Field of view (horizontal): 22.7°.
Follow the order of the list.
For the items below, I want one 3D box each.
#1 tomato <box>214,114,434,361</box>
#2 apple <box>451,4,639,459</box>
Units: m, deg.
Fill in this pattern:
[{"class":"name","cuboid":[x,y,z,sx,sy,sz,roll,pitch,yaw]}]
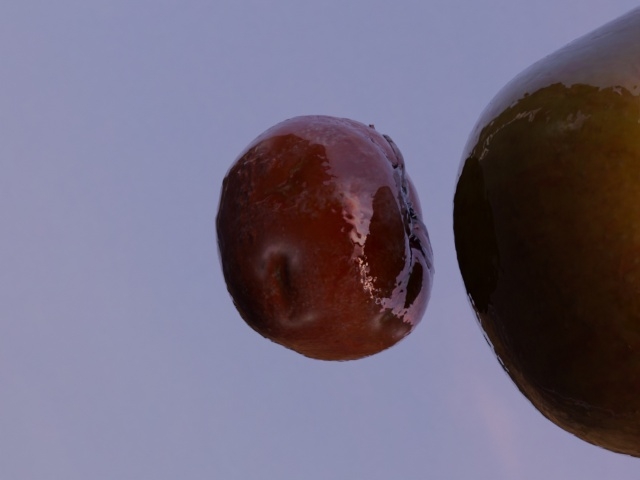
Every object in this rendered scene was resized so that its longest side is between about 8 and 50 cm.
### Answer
[{"class":"tomato","cuboid":[0.001,0.002,1.469,0.232,0.188,0.232,-14,90,-77]},{"class":"apple","cuboid":[0.311,-0.015,1.345,0.400,0.400,0.333,52,-24,17]}]
